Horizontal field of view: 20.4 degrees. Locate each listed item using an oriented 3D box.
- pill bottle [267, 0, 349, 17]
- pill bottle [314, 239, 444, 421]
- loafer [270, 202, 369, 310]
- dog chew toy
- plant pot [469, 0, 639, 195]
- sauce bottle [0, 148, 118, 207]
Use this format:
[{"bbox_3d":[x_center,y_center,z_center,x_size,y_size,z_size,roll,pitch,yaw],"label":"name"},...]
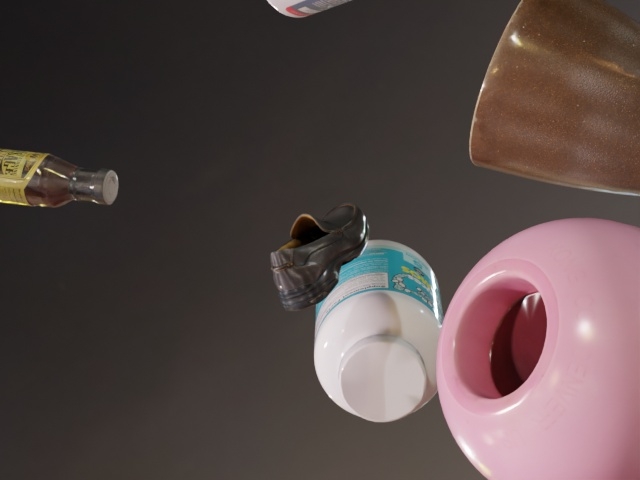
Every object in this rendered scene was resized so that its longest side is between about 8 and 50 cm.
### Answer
[{"bbox_3d":[0.025,-0.303,1.840,0.180,0.108,0.108,-12,3,44],"label":"pill bottle"},{"bbox_3d":[0.066,0.105,1.964,0.146,0.146,0.264,-45,13,15],"label":"pill bottle"},{"bbox_3d":[0.000,0.000,1.688,0.062,0.061,0.170,-16,21,25],"label":"loafer"},{"bbox_3d":[0.242,0.109,1.278,0.332,0.206,0.206,20,-59,-37],"label":"dog chew toy"},{"bbox_3d":[0.302,-0.134,1.819,0.215,0.230,0.215,-54,-21,-32],"label":"plant pot"},{"bbox_3d":[-0.212,-0.046,1.310,0.042,0.128,0.042,5,-90,-73],"label":"sauce bottle"}]
